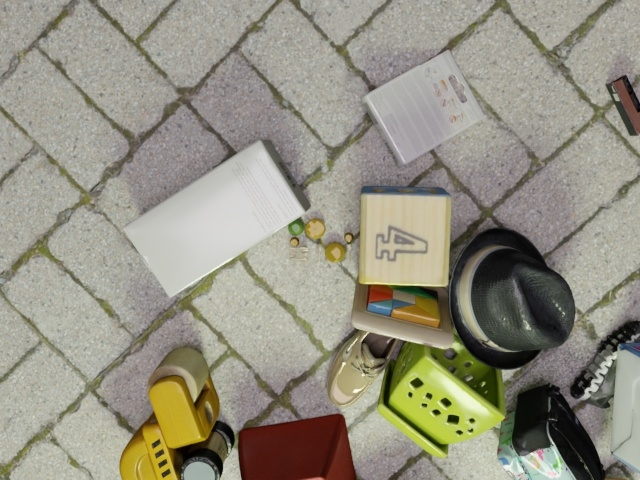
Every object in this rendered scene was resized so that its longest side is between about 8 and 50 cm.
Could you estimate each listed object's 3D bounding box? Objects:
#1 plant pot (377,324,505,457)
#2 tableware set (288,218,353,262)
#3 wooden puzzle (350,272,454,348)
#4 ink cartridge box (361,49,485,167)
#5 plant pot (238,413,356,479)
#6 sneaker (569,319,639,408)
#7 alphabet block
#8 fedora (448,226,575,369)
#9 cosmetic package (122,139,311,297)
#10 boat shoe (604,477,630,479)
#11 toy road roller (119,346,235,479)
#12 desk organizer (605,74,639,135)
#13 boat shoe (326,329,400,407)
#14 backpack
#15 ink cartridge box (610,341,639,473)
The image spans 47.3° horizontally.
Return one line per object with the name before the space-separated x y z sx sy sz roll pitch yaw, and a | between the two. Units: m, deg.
plant pot | 0.258 0.328 1.637 0.227 0.228 0.207 38 115 -5
tableware set | 0.000 0.000 1.710 0.154 0.024 0.104 2 96 4
wooden puzzle | 0.183 0.139 1.612 0.221 0.239 0.044 14 115 1
ink cartridge box | 0.230 -0.297 1.646 0.224 0.056 0.181 -31 96 -11
plant pot | -0.056 0.589 1.694 0.267 0.236 0.267 -10 97 5
sneaker | 0.687 0.292 1.687 0.106 0.078 0.234 34 100 -8
alphabet block | 0.181 -0.015 1.611 0.193 0.192 0.197 2 100 5
fedora | 0.436 0.129 1.571 0.334 0.152 0.334 -1 91 -32
cosmetic package | -0.227 -0.053 1.647 0.365 0.155 0.197 -30 95 8
boat shoe | 0.631 0.639 1.735 0.277 0.098 0.096 -21 138 17
toy road roller | -0.358 0.437 1.705 0.240 0.202 0.329 -15 99 6
desk organizer | 0.685 -0.299 1.609 0.050 0.047 0.130 -28 96 5
boat shoe | 0.109 0.268 1.703 0.109 0.098 0.302 33 99 -2
backpack | 0.526 0.486 1.653 0.191 0.225 0.253 -37 100 30
ink cartridge box | 0.863 0.357 1.617 0.395 0.151 0.270 -2 100 -14
